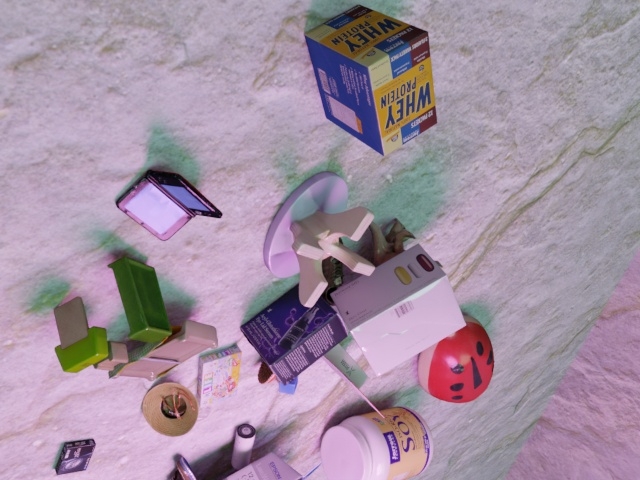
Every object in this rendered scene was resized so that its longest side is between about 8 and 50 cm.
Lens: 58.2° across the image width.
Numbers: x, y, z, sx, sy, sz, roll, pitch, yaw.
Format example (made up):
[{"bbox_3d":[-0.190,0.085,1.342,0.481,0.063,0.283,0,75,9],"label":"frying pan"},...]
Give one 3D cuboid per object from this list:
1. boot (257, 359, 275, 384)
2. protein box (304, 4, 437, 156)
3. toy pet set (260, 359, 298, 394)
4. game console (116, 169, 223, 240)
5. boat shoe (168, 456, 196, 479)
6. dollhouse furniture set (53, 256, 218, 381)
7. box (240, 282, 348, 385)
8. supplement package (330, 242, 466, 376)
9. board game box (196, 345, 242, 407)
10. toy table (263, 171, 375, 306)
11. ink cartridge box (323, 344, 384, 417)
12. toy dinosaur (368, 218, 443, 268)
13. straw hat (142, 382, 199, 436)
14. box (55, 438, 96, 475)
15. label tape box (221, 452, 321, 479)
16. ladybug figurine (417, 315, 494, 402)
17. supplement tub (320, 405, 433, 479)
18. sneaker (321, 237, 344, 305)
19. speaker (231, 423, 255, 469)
[{"bbox_3d":[-0.097,0.318,1.510,0.158,0.059,0.085,-53,133,-7],"label":"boot"},{"bbox_3d":[0.098,-0.307,1.099,0.136,0.201,0.199,-34,137,-15],"label":"protein box"},{"bbox_3d":[-0.094,0.362,1.559,0.122,0.065,0.114,-17,130,-29],"label":"toy pet set"},{"bbox_3d":[-0.278,-0.057,1.071,0.144,0.124,0.085,47,60,-49],"label":"game console"},{"bbox_3d":[-0.371,0.656,1.554,0.066,0.066,0.183,-24,134,-23],"label":"boat shoe"},{"bbox_3d":[-0.371,0.175,1.186,0.198,0.151,0.301,-28,157,9],"label":"dollhouse furniture set"},{"bbox_3d":[-0.063,0.223,1.414,0.207,0.153,0.108,-38,137,-12],"label":"box"},{"bbox_3d":[0.193,0.173,1.436,0.262,0.145,0.204,-30,128,-2],"label":"supplement package"},{"bbox_3d":[-0.254,0.341,1.438,0.104,0.026,0.154,-13,128,-32],"label":"board game box"},{"bbox_3d":[0.000,0.000,1.288,0.252,0.161,0.274,5,118,-42],"label":"toy table"},{"bbox_3d":[0.068,0.337,1.541,0.060,0.239,0.275,-47,139,-10],"label":"ink cartridge box"},{"bbox_3d":[0.182,0.064,1.525,0.200,0.127,0.296,-44,133,6],"label":"toy dinosaur"},{"bbox_3d":[-0.344,0.389,1.370,0.144,0.145,0.061,-61,179,15],"label":"straw hat"},{"bbox_3d":[-0.556,0.492,1.308,0.067,0.018,0.083,9,115,-44],"label":"box"},{"bbox_3d":[-0.189,0.711,1.657,0.348,0.115,0.249,-23,157,-28],"label":"label tape box"},{"bbox_3d":[0.495,0.439,2.038,0.305,0.162,0.449,-40,138,-8],"label":"ladybug figurine"},{"bbox_3d":[0.189,0.695,1.922,0.332,0.241,0.240,3,119,-42],"label":"supplement tub"},{"bbox_3d":[0.037,0.079,1.445,0.066,0.071,0.188,-14,129,-32],"label":"sneaker"},{"bbox_3d":[-0.220,0.588,1.636,0.055,0.055,0.136,-10,126,-35],"label":"speaker"}]
